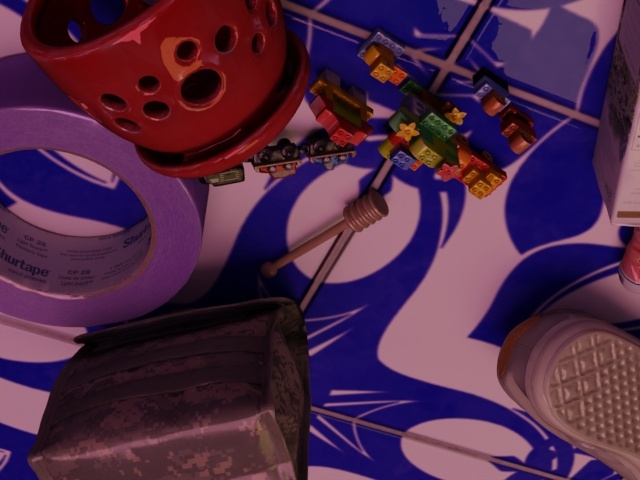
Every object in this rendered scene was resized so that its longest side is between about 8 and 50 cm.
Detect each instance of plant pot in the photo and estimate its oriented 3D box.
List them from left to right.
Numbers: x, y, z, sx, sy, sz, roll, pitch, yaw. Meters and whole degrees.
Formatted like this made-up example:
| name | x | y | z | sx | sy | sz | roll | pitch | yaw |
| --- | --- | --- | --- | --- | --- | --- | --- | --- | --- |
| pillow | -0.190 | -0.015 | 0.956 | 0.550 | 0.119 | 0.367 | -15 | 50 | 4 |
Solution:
| name | x | y | z | sx | sy | sz | roll | pitch | yaw |
| --- | --- | --- | --- | --- | --- | --- | --- | --- | --- |
| plant pot | -0.114 | -0.155 | 0.893 | 0.191 | 0.191 | 0.174 | -20 | 131 | 19 |

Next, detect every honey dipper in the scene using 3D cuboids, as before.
| name | x | y | z | sx | sy | sz | roll | pitch | yaw |
| --- | --- | --- | --- | --- | --- | --- | --- | --- | --- |
| honey dipper | 0.000 | 0.000 | 1.140 | 0.161 | 0.030 | 0.030 | -33 | 124 | 30 |

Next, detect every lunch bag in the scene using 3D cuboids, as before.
| name | x | y | z | sx | sy | sz | roll | pitch | yaw |
| --- | --- | --- | --- | --- | --- | --- | --- | --- | --- |
| lunch bag | -0.133 | 0.158 | 1.123 | 0.235 | 0.287 | 0.169 | -11 | 116 | 6 |

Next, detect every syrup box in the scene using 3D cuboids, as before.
| name | x | y | z | sx | sy | sz | roll | pitch | yaw |
| --- | --- | --- | --- | --- | --- | --- | --- | --- | --- |
| syrup box | 0.307 | -0.129 | 0.971 | 0.096 | 0.093 | 0.237 | -1 | 132 | 1 |

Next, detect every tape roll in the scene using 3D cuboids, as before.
| name | x | y | z | sx | sy | sz | roll | pitch | yaw |
| --- | --- | --- | --- | --- | --- | --- | --- | --- | --- |
| tape roll | -0.246 | -0.041 | 1.067 | 0.275 | 0.090 | 0.274 | 0 | 132 | 0 |

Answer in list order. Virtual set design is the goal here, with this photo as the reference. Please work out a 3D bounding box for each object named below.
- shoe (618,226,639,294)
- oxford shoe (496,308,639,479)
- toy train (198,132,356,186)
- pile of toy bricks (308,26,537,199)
| name | x | y | z | sx | sy | sz | roll | pitch | yaw |
| --- | --- | --- | --- | --- | --- | --- | --- | --- | --- |
| shoe | 0.395 | 0.017 | 1.122 | 0.178 | 0.063 | 0.081 | 4 | 138 | 4 |
| oxford shoe | 0.363 | 0.199 | 1.253 | 0.449 | 0.130 | 0.169 | 33 | 86 | -31 |
| toy train | -0.039 | -0.075 | 1.044 | 0.158 | 0.027 | 0.036 | -11 | 120 | -14 |
| pile of toy bricks | 0.101 | -0.095 | 0.998 | 0.212 | 0.105 | 0.118 | 29 | 127 | -23 |
